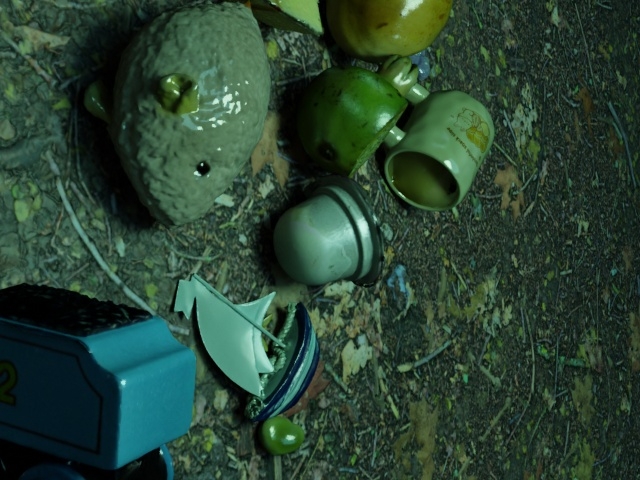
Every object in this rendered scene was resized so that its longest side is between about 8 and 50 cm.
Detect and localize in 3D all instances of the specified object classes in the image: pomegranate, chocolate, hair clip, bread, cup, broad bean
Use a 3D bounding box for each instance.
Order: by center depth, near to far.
[{"bbox_3d":[-0.080,-0.445,1.433,0.240,0.135,0.178,21,88,-47],"label":"bread"},{"bbox_3d":[-0.065,0.317,1.485,0.083,0.045,0.063,17,72,-41],"label":"broad bean"},{"bbox_3d":[-0.005,-0.007,1.509,0.147,0.221,0.221,-12,97,-25],"label":"chocolate"},{"bbox_3d":[0.058,-0.234,1.560,0.159,0.241,0.190,42,11,3],"label":"pomegranate"},{"bbox_3d":[0.124,-0.430,1.648,0.233,0.233,0.233,7,82,-50],"label":"pomegranate"},{"bbox_3d":[0.201,-0.200,1.804,0.202,0.255,0.173,-58,171,-35],"label":"cup"},{"bbox_3d":[0.146,-0.384,1.817,0.195,0.052,0.124,17,66,-41],"label":"hair clip"}]

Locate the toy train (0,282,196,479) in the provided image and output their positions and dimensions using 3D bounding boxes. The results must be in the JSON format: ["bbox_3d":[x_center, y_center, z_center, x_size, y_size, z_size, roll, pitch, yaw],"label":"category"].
[{"bbox_3d":[-0.304,0.185,1.008,0.188,0.300,0.265,-14,111,-65],"label":"toy train"}]

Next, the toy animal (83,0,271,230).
[{"bbox_3d":[-0.177,-0.207,1.282,0.226,0.188,0.359,44,54,-46],"label":"toy animal"}]

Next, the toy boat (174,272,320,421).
[{"bbox_3d":[-0.115,0.149,1.428,0.291,0.067,0.221,44,55,-36],"label":"toy boat"}]
